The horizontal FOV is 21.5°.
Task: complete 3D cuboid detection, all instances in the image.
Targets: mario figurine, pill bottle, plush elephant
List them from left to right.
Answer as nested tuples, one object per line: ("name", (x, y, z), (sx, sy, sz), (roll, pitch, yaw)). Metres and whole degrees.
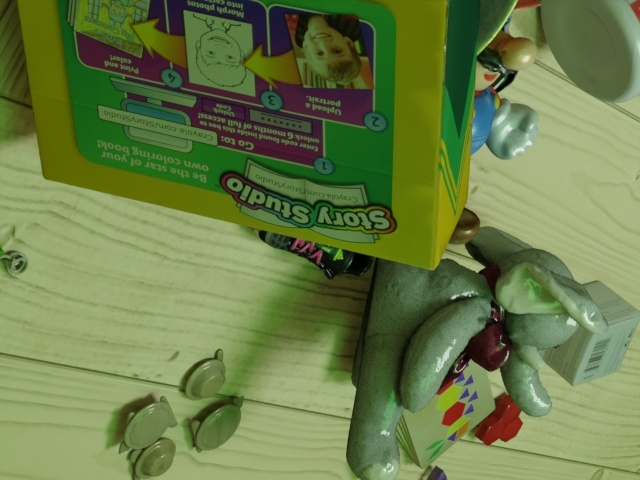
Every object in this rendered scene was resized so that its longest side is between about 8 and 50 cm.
("mario figurine", (0.147, -0.129, 1.631), (0.170, 0.198, 0.321), (8, 116, -3))
("plush elephant", (0.179, 0.096, 1.893), (0.255, 0.272, 0.330), (9, 105, -1))
("pill bottle", (0.399, -0.285, 1.877), (0.283, 0.161, 0.161), (-32, 141, -21))

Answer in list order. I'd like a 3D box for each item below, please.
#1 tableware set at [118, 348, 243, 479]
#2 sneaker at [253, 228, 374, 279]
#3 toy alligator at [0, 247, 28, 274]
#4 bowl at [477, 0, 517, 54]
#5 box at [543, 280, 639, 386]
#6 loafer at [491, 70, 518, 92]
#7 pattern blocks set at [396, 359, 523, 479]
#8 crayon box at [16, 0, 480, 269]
("tableware set", (-0.154, 0.203, 1.869), (0.168, 0.020, 0.141), (-30, 142, -26))
("sneaker", (0.000, 0.000, 1.796), (0.170, 0.075, 0.063), (20, 107, -52))
("toy alligator", (-0.313, 0.010, 1.498), (0.056, 0.051, 0.189), (-53, 144, 7))
("bowl", (0.038, -0.274, 1.486), (0.289, 0.289, 0.156), (-56, -174, 10))
("box", (0.359, 0.125, 2.274), (0.102, 0.087, 0.101), (-13, 131, -40))
("loafer", (0.135, -0.156, 1.789), (0.220, 0.078, 0.080), (-23, 137, -31))
("pattern blocks set", (0.160, 0.215, 2.201), (0.285, 0.026, 0.325), (-33, 141, -21))
("crayon box", (-0.059, -0.156, 1.358), (0.313, 0.362, 0.106), (89, 20, -44))
